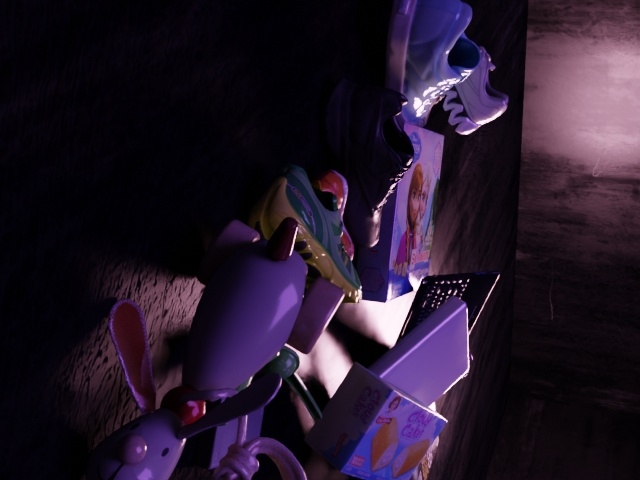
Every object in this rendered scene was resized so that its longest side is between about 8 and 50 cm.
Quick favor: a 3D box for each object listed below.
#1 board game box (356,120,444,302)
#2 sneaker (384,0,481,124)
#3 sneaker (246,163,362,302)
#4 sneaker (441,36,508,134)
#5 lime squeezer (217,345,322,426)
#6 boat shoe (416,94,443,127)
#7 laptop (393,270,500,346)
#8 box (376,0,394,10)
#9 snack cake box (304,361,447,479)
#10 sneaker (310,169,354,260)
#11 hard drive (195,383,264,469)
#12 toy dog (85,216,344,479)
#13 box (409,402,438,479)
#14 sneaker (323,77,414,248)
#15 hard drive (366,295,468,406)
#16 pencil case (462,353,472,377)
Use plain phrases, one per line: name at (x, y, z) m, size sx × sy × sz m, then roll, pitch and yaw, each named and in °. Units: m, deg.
board game box at (0.155, -0.057, 1.590) m, size 0.319 × 0.066 × 0.317 m, roll -9°, pitch 106°, yaw -70°
sneaker at (0.196, -0.292, 1.457) m, size 0.366 × 0.150 × 0.135 m, roll 70°, pitch 39°, yaw -71°
sneaker at (0.000, 0.000, 1.128) m, size 0.295 × 0.110 × 0.123 m, roll 59°, pitch 46°, yaw -59°
sneaker at (0.260, -0.351, 1.603) m, size 0.292 × 0.118 × 0.110 m, roll 59°, pitch 35°, yaw -15°
lime squeezer at (-0.057, 0.173, 1.065) m, size 0.110 × 0.059 × 0.310 m, roll 67°, pitch 13°, yaw 18°
boat shoe at (0.222, -0.311, 1.692) m, size 0.066 × 0.063 × 0.184 m, roll 45°, pitch 55°, yaw -65°
laptop at (0.228, 0.192, 1.670) m, size 0.234 × 0.264 × 0.136 m, roll 107°, pitch -28°, yaw -43°
box at (0.118, -0.473, 1.384) m, size 0.233 × 0.044 × 0.159 m, roll -14°, pitch 110°, yaw -69°
snack cake box at (0.099, 0.317, 1.408) m, size 0.152 × 0.089 × 0.264 m, roll -55°, pitch 145°, yaw -3°
sneaker at (0.006, -0.018, 1.235) m, size 0.067 × 0.064 × 0.175 m, roll -33°, pitch 125°, yaw -39°
hard drive at (-0.108, 0.226, 1.038) m, size 0.135 × 0.022 × 0.094 m, roll 23°, pitch 75°, yaw -70°
toy dog at (-0.091, 0.098, 0.818) m, size 0.161 × 0.220 × 0.333 m, roll 107°, pitch -5°, yaw -52°
box at (0.188, 0.434, 1.831) m, size 0.242 × 0.077 × 0.307 m, roll -63°, pitch 152°, yaw -44°
sneaker at (0.080, -0.105, 1.284) m, size 0.109 × 0.130 × 0.286 m, roll -62°, pitch 153°, yaw -48°
hard drive at (0.159, 0.262, 1.552) m, size 0.307 × 0.040 × 0.203 m, roll -36°, pitch 138°, yaw -27°
pencil case at (0.259, 0.271, 1.869) m, size 0.070 × 0.152 × 0.064 m, roll -21°, pitch 100°, yaw -37°
